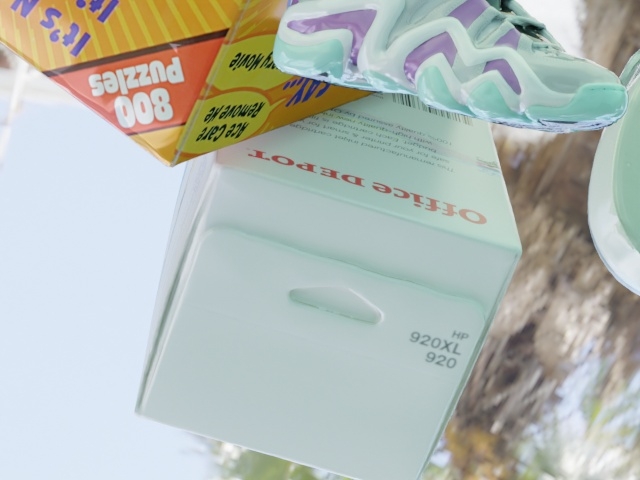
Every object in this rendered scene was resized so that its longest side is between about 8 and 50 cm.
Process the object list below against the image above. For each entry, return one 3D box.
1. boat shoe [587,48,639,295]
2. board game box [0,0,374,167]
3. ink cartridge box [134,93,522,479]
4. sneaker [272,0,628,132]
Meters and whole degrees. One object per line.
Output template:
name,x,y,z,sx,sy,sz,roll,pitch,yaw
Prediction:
boat shoe,0.146,-0.042,0.599,0.079,0.081,0.227,37,-132,0
board game box,-0.046,-0.311,0.850,0.356,0.356,0.356,36,-151,17
ink cartridge box,0.000,0.000,0.953,0.171,0.168,0.233,16,-154,-8
sneaker,0.035,-0.066,0.395,0.098,0.069,0.038,16,-174,30
